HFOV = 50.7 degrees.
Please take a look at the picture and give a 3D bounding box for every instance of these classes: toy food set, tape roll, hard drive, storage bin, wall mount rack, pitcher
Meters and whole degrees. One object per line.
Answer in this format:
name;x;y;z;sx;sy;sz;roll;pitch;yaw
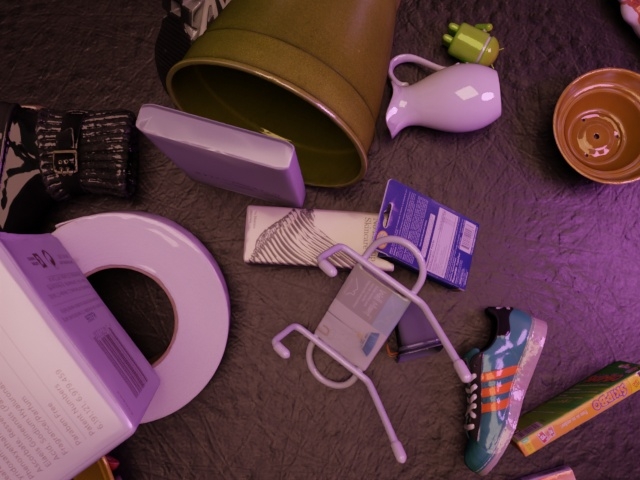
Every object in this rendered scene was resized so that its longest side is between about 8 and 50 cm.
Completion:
toy food set;-0.398;0.404;1.228;0.128;0.071;0.217;-16;94;37
tape roll;-0.357;0.137;1.217;0.392;0.072;0.391;0;97;-3
hard drive;-0.148;-0.130;1.144;0.233;0.353;0.047;16;84;3
storage bin;0.162;0.164;1.222;0.098;0.135;0.091;-14;72;0
wall mount rack;0.087;0.179;1.128;0.304;0.130;0.350;36;122;13
pitcher;0.228;-0.286;1.275;0.207;0.125;0.177;-5;71;13

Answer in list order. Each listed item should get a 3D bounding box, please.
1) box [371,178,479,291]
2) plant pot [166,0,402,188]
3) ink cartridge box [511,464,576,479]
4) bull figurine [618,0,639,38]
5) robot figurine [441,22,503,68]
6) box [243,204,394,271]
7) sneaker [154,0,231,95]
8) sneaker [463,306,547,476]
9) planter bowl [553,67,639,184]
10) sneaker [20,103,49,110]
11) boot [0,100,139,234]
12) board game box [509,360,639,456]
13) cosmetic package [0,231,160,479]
box;0.185;-0.008;1.217;0.225;0.036;0.136;25;73;-29
plant pot;-0.025;-0.337;1.188;0.367;0.366;0.352;23;74;4
ink cartridge box;0.407;0.513;1.215;0.146;0.045;0.179;-17;81;0
bull figurine;0.683;-0.404;1.275;0.188;0.101;0.310;-24;83;-3
robot figurine;0.292;-0.375;1.301;0.115;0.067;0.101;27;91;4
box;0.000;0.000;1.256;0.275;0.094;0.113;2;84;2
sneaker;-0.214;-0.396;1.241;0.122;0.330;0.146;41;47;21
sneaker;0.301;0.262;1.218;0.121;0.108;0.302;22;77;5
planter bowl;0.531;-0.204;1.264;0.217;0.090;0.217;0;84;1
sneaker;-0.618;-0.226;1.324;0.189;0.066;0.071;-4;100;6
boot;-0.482;-0.086;1.264;0.260;0.131;0.347;6;98;-11
board game box;0.450;0.292;1.196;0.259;0.124;0.039;-32;85;-2
cosmetic package;-0.501;0.227;0.986;0.394;0.329;0.327;-35;95;-7
